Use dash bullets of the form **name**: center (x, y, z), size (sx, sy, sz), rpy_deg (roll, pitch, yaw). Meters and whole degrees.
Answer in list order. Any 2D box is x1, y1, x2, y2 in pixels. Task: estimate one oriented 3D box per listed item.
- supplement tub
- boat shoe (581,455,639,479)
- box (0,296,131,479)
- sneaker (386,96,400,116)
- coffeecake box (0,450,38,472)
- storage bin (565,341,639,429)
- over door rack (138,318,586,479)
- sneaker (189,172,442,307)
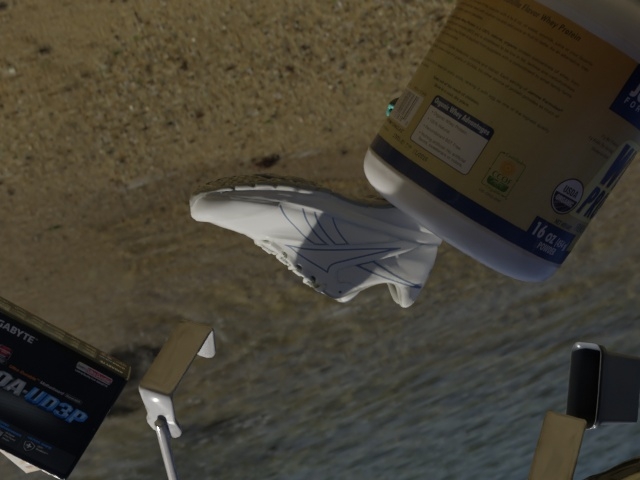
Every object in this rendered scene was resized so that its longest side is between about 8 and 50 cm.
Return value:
- **supplement tub**: center (0.211, -0.142, 0.937), size (0.228, 0.228, 0.316), rpy_deg (15, 110, -53)
- **boat shoe**: center (0.165, 0.137, 0.447), size (0.079, 0.084, 0.233), rpy_deg (-4, 171, 44)
- **box**: center (-0.394, 0.197, 1.288), size (0.175, 0.220, 0.051), rpy_deg (-57, -168, 8)
- **sneaker**: center (0.147, -0.144, 1.362), size (0.076, 0.166, 0.065), rpy_deg (-14, 147, -20)
- **coffeecake box**: center (-0.469, 0.273, 1.518), size (0.068, 0.142, 0.185), rpy_deg (-13, 155, -7)
- **storage bin**: center (0.455, 0.235, 1.532), size (0.091, 0.135, 0.098), rpy_deg (9, 175, -17)
- **over door rack**: center (0.004, 0.225, 0.572), size (0.108, 0.239, 0.324), rpy_deg (-54, 152, -54)
- **sneaker**: center (0.000, 0.000, 1.048), size (0.297, 0.129, 0.111), rpy_deg (12, -175, -15)
